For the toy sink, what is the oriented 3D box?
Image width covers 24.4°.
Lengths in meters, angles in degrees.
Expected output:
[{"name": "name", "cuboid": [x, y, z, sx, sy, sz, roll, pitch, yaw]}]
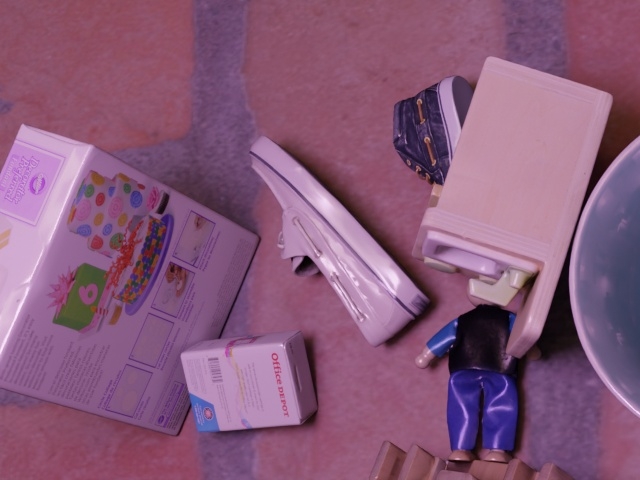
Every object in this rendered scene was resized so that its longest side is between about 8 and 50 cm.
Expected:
[{"name": "toy sink", "cuboid": [0.165, -0.027, 1.370, 0.131, 0.153, 0.234, 18, 79, 5]}]

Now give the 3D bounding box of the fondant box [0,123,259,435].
[{"name": "fondant box", "cuboid": [-0.216, 0.050, 1.487, 0.096, 0.330, 0.238, 20, 85, 29]}]

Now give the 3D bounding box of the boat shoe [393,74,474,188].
[{"name": "boat shoe", "cuboid": [0.128, -0.071, 1.513, 0.083, 0.065, 0.183, -21, 69, 36]}]

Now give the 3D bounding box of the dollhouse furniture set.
[{"name": "dollhouse furniture set", "cuboid": [0.142, 0.324, 1.341, 0.212, 0.161, 0.242, -2, 59, 49]}]

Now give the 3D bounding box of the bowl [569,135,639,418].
[{"name": "bowl", "cuboid": [0.388, 0.042, 1.290, 0.312, 0.163, 0.311, -7, 72, 24]}]

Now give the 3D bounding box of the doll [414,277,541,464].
[{"name": "doll", "cuboid": [0.154, 0.123, 1.448, 0.129, 0.046, 0.188, -1, 76, 25]}]

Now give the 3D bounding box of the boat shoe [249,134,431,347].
[{"name": "boat shoe", "cuboid": [0.000, 0.000, 1.536, 0.088, 0.096, 0.267, -44, 70, 4]}]

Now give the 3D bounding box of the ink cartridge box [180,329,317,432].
[{"name": "ink cartridge box", "cuboid": [-0.073, 0.146, 1.532, 0.123, 0.052, 0.088, -7, 100, 25]}]
